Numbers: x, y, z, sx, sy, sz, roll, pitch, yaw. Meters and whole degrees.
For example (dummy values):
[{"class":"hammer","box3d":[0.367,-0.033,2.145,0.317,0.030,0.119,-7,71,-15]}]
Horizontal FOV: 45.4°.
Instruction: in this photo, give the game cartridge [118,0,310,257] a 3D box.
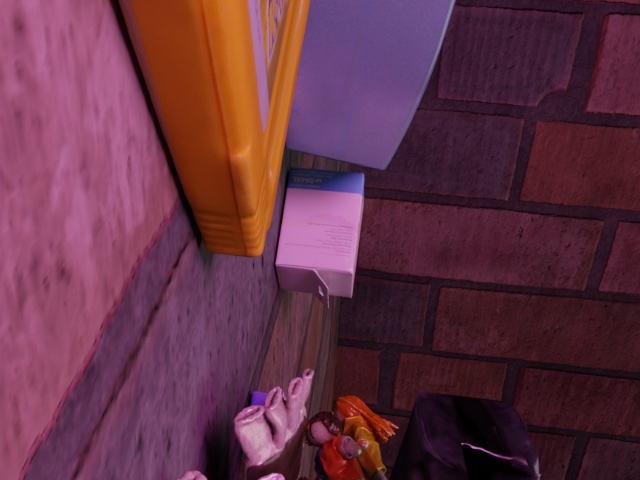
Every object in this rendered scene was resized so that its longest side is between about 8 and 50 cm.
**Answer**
[{"class":"game cartridge","box3d":[-0.037,-0.179,0.418,0.323,0.053,0.285,85,11,-63]}]

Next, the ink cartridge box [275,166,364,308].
[{"class":"ink cartridge box","box3d":[0.000,0.000,0.900,0.092,0.090,0.143,86,12,-67]}]

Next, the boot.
[{"class":"boot","box3d":[0.107,0.408,0.651,0.367,0.146,0.445,-118,-138,-52]}]

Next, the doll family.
[{"class":"doll family","box3d":[0.026,0.281,0.925,0.163,0.118,0.263,66,-33,25]}]

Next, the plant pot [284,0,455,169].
[{"class":"plant pot","box3d":[0.043,-0.199,0.778,0.165,0.166,0.234,-65,167,-77]}]

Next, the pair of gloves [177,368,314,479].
[{"class":"pair of gloves","box3d":[-0.056,0.218,0.521,0.240,0.042,0.204,-45,142,-65]}]

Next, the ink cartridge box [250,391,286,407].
[{"class":"ink cartridge box","box3d":[-0.058,0.260,0.770,0.208,0.045,0.206,84,11,-73]}]
